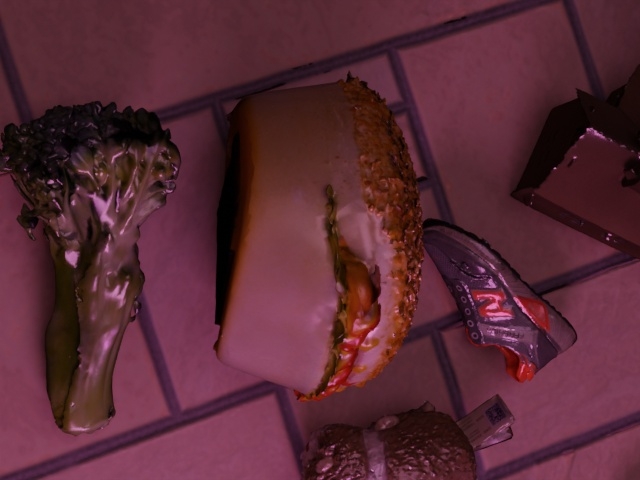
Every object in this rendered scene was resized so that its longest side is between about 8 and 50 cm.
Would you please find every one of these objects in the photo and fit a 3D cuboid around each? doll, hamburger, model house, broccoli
[{"bbox_3d":[0.084,0.212,1.710,0.221,0.105,0.115,-11,48,-26],"label":"doll"},{"bbox_3d":[0.000,0.000,1.609,0.179,0.276,0.294,4,59,-8],"label":"hamburger"},{"bbox_3d":[0.331,-0.089,1.735,0.181,0.248,0.176,26,78,-16],"label":"model house"},{"bbox_3d":[-0.212,0.026,1.626,0.165,0.145,0.304,-2,97,-28],"label":"broccoli"}]

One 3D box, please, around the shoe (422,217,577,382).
[{"bbox_3d":[0.161,0.060,1.764,0.194,0.074,0.077,42,80,-13],"label":"shoe"}]
